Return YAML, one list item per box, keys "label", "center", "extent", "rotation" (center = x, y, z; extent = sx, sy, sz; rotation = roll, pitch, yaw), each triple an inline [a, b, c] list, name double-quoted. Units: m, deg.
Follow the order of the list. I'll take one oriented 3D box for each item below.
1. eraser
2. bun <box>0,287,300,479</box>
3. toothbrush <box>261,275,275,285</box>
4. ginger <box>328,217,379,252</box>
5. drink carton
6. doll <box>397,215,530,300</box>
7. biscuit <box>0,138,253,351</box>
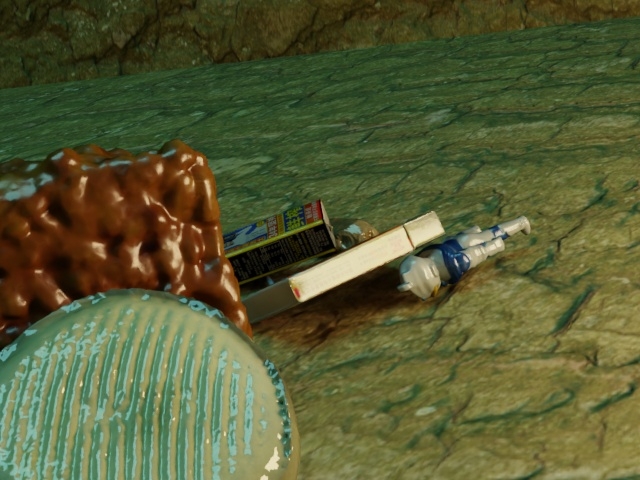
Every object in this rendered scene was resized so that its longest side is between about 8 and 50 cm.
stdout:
- label: "eraser"
  center: [0.023, 0.035, 1.423]
  extent: [0.230, 0.038, 0.157]
  rotation: [-24, -2, -32]
- label: "bun"
  center: [-0.156, 0.178, 0.983]
  extent: [0.287, 0.146, 0.287]
  rotation: [3, 43, -3]
- label: "toothbrush"
  center: [-0.077, 0.049, 1.565]
  extent: [0.019, 0.013, 0.193]
  rotation: [-23, 21, -14]
- label: "ginger"
  center: [0.000, -0.002, 1.624]
  extent: [0.174, 0.051, 0.069]
  rotation: [-10, 28, 25]
- label: "drink carton"
  center: [-0.065, 0.008, 1.556]
  extent: [0.166, 0.056, 0.071]
  rotation: [-20, 25, 7]
- label: "doll"
  center: [0.158, 0.024, 1.443]
  extent: [0.114, 0.057, 0.227]
  rotation: [-5, 13, 44]
- label: "biscuit"
  center: [-0.225, 0.067, 1.130]
  extent: [0.318, 0.312, 0.110]
  rotation: [-16, 8, -23]
